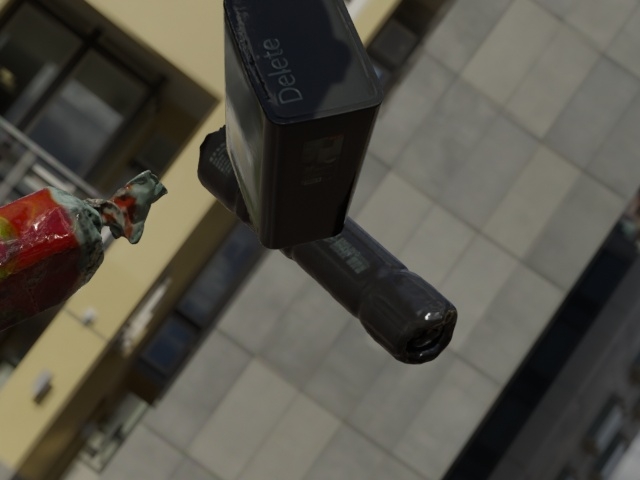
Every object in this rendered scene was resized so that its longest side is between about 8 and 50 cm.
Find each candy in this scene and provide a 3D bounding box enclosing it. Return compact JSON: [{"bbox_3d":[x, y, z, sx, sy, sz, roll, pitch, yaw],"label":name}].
[{"bbox_3d":[-0.230,0.025,1.090,0.059,0.292,0.086,49,-31,25],"label":"candy"}]

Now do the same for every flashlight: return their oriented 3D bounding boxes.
[{"bbox_3d":[0.000,0.000,1.827,0.424,0.103,0.103,42,-6,41],"label":"flashlight"}]

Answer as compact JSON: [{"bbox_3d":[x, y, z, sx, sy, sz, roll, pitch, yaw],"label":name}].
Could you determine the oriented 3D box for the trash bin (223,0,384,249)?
[{"bbox_3d":[-0.029,-0.117,1.560,0.225,0.115,0.165,101,-29,-56],"label":"trash bin"}]
